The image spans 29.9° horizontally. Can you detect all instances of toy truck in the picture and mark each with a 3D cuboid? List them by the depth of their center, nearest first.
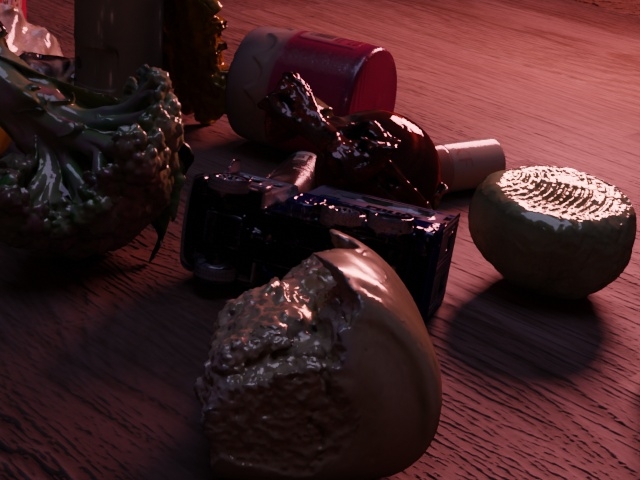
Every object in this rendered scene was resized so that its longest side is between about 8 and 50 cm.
[{"bbox_3d":[0.000,0.000,1.262,0.268,0.124,0.155,15,16,16],"label":"toy truck"}]

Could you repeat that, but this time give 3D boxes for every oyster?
[{"bbox_3d":[-0.451,-0.258,1.768,0.238,0.115,0.351,34,28,-22],"label":"oyster"}]

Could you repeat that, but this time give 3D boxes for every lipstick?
[{"bbox_3d":[0.129,-0.091,1.585,0.254,0.070,0.070,-10,26,-33],"label":"lipstick"}]

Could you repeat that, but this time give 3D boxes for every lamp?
[{"bbox_3d":[0.051,-0.100,1.406,0.215,0.223,0.151,32,68,36],"label":"lamp"}]

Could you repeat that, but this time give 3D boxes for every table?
[{"bbox_3d":[-0.283,-0.254,1.682,0.126,0.220,0.126,4,22,-2],"label":"table"}]

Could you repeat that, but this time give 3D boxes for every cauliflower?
[{"bbox_3d":[-0.275,-0.106,1.275,0.315,0.239,0.256,46,-10,-4],"label":"cauliflower"}]

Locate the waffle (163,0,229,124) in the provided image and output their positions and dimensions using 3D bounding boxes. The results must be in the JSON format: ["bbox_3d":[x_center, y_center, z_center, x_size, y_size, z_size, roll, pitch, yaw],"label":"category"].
[{"bbox_3d":[-0.194,-0.294,1.738,0.051,0.291,0.291,-30,37,-27],"label":"waffle"}]

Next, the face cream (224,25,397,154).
[{"bbox_3d":[-0.012,-0.205,1.692,0.194,0.175,0.175,16,24,24],"label":"face cream"}]

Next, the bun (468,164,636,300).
[{"bbox_3d":[0.257,-0.007,1.346,0.195,0.118,0.195,5,28,-3],"label":"bun"}]

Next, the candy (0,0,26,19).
[{"bbox_3d":[-0.543,-0.425,1.929,0.100,0.306,0.157,7,22,3],"label":"candy"}]

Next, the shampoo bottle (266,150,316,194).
[{"bbox_3d":[-0.041,-0.058,1.469,0.057,0.064,0.208,-2,21,12],"label":"shampoo bottle"}]

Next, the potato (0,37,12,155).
[{"bbox_3d":[-0.475,-0.175,1.468,0.218,0.203,0.351,-15,35,-18],"label":"potato"}]

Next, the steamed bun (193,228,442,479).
[{"bbox_3d":[-0.006,0.080,0.996,0.200,0.170,0.225,-2,21,-6],"label":"steamed bun"}]
